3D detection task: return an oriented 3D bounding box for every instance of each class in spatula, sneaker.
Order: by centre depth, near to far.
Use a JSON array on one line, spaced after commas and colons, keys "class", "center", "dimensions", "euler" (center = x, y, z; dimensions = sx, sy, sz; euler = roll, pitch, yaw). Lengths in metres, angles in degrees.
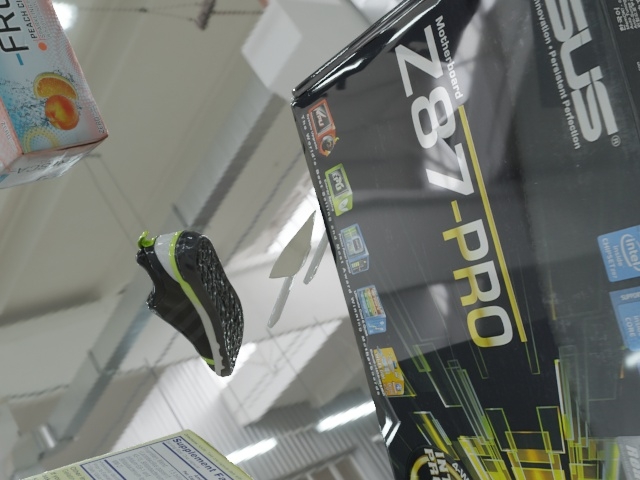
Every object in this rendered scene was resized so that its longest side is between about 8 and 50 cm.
[{"class": "spatula", "center": [0.000, 0.000, 0.907], "dimensions": [0.168, 0.019, 0.242], "euler": [-50, -6, -26]}, {"class": "sneaker", "center": [-0.164, 0.074, 1.146], "dimensions": [0.097, 0.084, 0.235], "euler": [-2, -51, 16]}]

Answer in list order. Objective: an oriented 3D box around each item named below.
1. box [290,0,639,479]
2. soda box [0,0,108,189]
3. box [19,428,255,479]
[{"class": "box", "center": [0.129, 0.040, 0.561], "dimensions": [0.097, 0.395, 0.318], "euler": [-13, -4, -29]}, {"class": "soda box", "center": [-0.188, -0.122, 0.509], "dimensions": [0.058, 0.183, 0.063], "euler": [-20, -5, -46]}, {"class": "box", "center": [-0.176, 0.290, 0.701], "dimensions": [0.243, 0.117, 0.214], "euler": [-10, -69, -37]}]
